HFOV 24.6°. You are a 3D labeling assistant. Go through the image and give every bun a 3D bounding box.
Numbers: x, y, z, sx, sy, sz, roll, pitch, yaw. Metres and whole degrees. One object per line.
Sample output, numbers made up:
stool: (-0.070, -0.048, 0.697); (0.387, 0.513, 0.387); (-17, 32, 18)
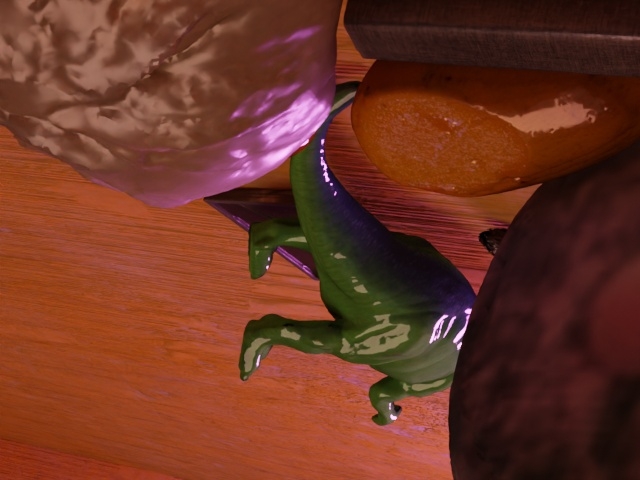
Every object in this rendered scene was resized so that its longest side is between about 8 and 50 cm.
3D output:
bun: (-0.143, -0.150, 0.829); (0.361, 0.213, 0.361); (17, 164, 5)

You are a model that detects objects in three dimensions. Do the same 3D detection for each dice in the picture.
dice: (0.314, 0.115, 0.963); (0.348, 0.327, 0.330); (35, 156, -31)

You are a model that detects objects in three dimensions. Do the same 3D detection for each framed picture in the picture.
framed picture: (0.000, 0.000, 1.444); (0.150, 0.015, 0.203); (3, 157, 37)

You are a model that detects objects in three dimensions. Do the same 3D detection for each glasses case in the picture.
glasses case: (0.118, -0.138, 0.850); (0.205, 0.070, 0.047); (8, 156, 28)

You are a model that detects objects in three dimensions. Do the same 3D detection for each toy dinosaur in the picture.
toy dinosaur: (0.116, 0.049, 1.295); (0.375, 0.143, 0.500); (14, 153, -9)

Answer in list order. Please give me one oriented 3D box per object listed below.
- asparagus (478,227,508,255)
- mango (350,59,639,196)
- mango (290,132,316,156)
asparagus: (0.214, 0.024, 1.286); (0.165, 0.036, 0.030); (20, -167, -4)
mango: (0.123, -0.092, 0.932); (0.217, 0.102, 0.141); (-4, 146, 44)
mango: (-0.111, -0.114, 1.072); (0.227, 0.109, 0.147); (20, 138, -7)
